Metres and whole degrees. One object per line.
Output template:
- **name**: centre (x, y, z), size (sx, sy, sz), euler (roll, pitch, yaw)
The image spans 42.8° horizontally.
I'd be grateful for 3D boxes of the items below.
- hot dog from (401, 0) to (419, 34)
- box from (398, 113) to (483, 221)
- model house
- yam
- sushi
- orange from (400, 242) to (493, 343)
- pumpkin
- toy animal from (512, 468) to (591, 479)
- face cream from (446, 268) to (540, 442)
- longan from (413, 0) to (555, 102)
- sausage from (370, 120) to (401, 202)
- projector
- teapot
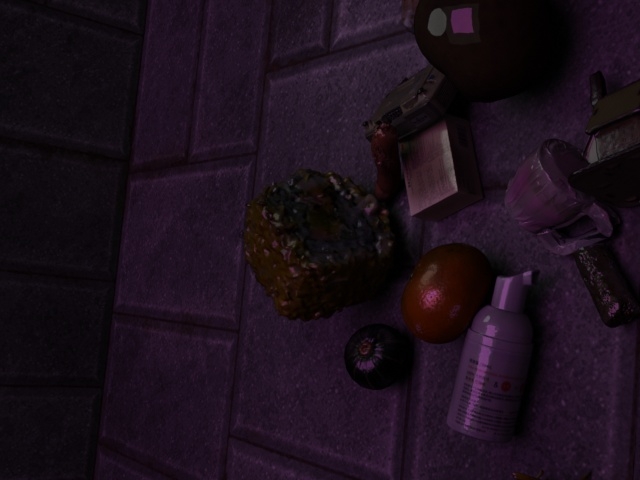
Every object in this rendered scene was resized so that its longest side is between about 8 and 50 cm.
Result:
- **hot dog**: centre (0.266, -0.669, 2.122), size (0.144, 0.075, 0.268), euler (12, 96, 57)
- **box**: centre (0.287, -0.174, 1.977), size (0.168, 0.095, 0.212), euler (-27, 61, 44)
- **model house**: centre (0.590, -0.235, 1.541), size (0.218, 0.205, 0.278), euler (-23, 58, 47)
- **yam**: centre (0.558, 0.082, 1.597), size (0.078, 0.078, 0.179), euler (-44, 48, 38)
- **sushi**: centre (0.000, 0.000, 2.114), size (0.396, 0.351, 0.240), euler (55, 145, 37)
- **orange**: centre (0.278, 0.114, 1.829), size (0.171, 0.240, 0.240), euler (32, 113, 11)
- **pumpkin**: centre (0.140, 0.291, 2.042), size (0.167, 0.125, 0.167), euler (-25, 39, 22)
- **toy animal**: centre (0.460, 0.495, 1.632), size (0.155, 0.219, 0.095), euler (-40, 22, -7)
- **face cream**: centre (0.379, 0.231, 1.743), size (0.145, 0.145, 0.369), euler (16, 95, 52)
- **longan**: centre (0.360, -0.459, 1.780), size (0.319, 0.319, 0.319), euler (-14, 72, 50)
- **sausage**: centre (0.166, -0.188, 2.049), size (0.304, 0.078, 0.078), euler (77, 178, -62)
- **projector**: centre (0.231, -0.346, 2.025), size (0.269, 0.088, 0.193), euler (-22, 32, 56)
- **teapot**: centre (0.492, -0.085, 1.685), size (0.178, 0.221, 0.163), euler (-50, 8, 47)
